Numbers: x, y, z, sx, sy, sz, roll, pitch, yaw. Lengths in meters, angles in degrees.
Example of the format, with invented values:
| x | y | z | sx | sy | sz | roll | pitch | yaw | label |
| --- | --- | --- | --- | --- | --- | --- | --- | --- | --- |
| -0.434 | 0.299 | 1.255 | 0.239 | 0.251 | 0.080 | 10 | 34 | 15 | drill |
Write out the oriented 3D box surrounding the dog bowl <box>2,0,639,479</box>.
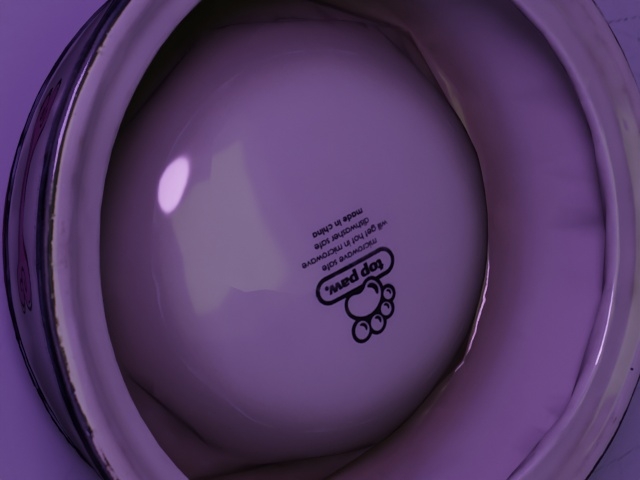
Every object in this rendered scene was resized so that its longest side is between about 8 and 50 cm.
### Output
| x | y | z | sx | sy | sz | roll | pitch | yaw | label |
| --- | --- | --- | --- | --- | --- | --- | --- | --- | --- |
| 0.000 | 0.000 | 0.951 | 0.408 | 0.150 | 0.407 | -1 | 92 | -33 | dog bowl |
